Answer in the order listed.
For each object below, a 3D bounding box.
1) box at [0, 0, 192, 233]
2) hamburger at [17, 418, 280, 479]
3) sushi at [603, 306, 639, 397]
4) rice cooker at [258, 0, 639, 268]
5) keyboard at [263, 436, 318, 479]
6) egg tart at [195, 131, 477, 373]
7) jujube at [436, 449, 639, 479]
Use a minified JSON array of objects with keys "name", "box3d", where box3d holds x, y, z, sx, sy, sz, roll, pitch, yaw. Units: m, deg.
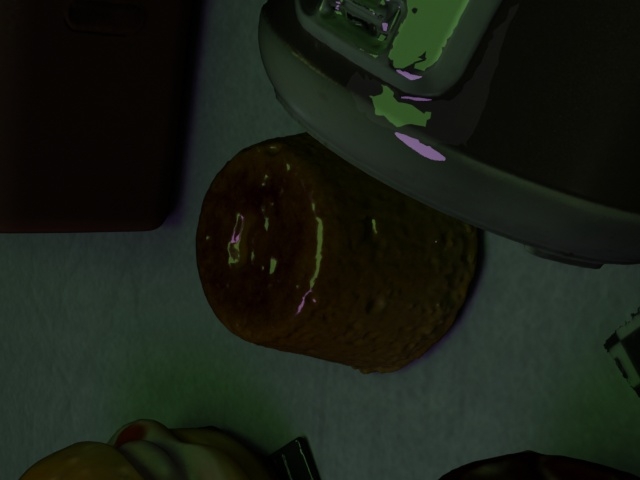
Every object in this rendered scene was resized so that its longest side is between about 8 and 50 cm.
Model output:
[{"name":"box","box3d":[-0.301,-0.135,1.413,0.339,0.239,0.229,8,96,44]},{"name":"hamburger","box3d":[-0.164,0.287,1.264,0.276,0.237,0.276,0,90,48]},{"name":"sushi","box3d":[0.283,0.056,0.978,0.201,0.031,0.139,-52,56,34]},{"name":"rice cooker","box3d":[0.150,-0.183,0.916,0.335,0.335,0.325,39,114,38]},{"name":"keyboard","box3d":[-0.007,0.239,1.267,0.053,0.010,0.155,-35,65,37]},{"name":"egg tart","box3d":[0.000,0.000,1.175,0.202,0.147,0.202,-4,85,46]},{"name":"jujube","box3d":[0.134,0.303,0.896,0.276,0.276,0.377,-50,17,31]}]
